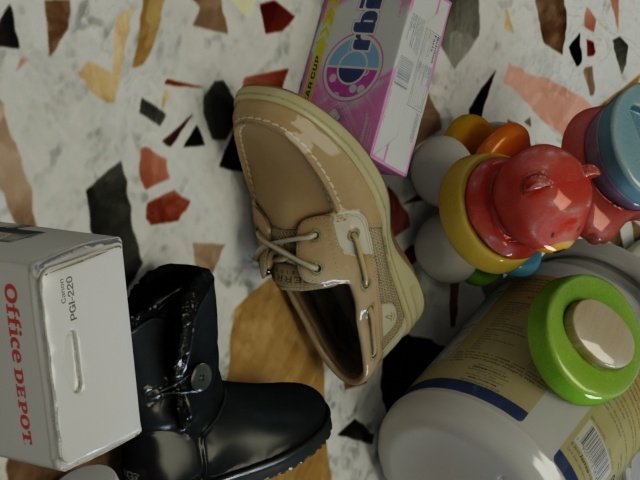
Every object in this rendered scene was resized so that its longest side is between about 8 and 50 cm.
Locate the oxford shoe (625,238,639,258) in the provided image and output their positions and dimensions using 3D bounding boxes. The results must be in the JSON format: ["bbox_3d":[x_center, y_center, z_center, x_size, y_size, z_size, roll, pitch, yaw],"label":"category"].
[{"bbox_3d":[0.498,0.078,2.440,0.449,0.130,0.169,5,94,-49],"label":"oxford shoe"}]

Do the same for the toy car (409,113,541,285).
[{"bbox_3d":[0.184,-0.038,2.030,0.159,0.136,0.182,-19,110,-48],"label":"toy car"}]

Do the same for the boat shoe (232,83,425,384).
[{"bbox_3d":[0.000,0.000,1.825,0.110,0.122,0.341,-57,135,-29],"label":"boat shoe"}]

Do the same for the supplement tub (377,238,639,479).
[{"bbox_3d":[0.231,0.165,2.048,0.316,0.228,0.228,-45,128,-36],"label":"supplement tub"}]

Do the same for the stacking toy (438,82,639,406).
[{"bbox_3d":[0.298,-0.004,1.923,0.309,0.130,0.279,-27,91,-37],"label":"stacking toy"}]

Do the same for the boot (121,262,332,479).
[{"bbox_3d":[-0.091,0.116,1.753,0.246,0.094,0.207,-23,118,-40],"label":"boot"}]

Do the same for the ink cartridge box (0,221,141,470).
[{"bbox_3d":[-0.246,0.070,1.461,0.092,0.218,0.158,-21,112,-47],"label":"ink cartridge box"}]

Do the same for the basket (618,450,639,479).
[{"bbox_3d":[0.388,0.273,2.355,0.167,0.103,0.113,-13,106,-48],"label":"basket"}]

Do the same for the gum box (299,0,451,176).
[{"bbox_3d":[0.047,-0.162,1.866,0.062,0.107,0.188,26,76,-49],"label":"gum box"}]

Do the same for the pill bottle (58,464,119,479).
[{"bbox_3d":[-0.181,0.264,1.683,0.078,0.078,0.137,-46,129,-36],"label":"pill bottle"}]
